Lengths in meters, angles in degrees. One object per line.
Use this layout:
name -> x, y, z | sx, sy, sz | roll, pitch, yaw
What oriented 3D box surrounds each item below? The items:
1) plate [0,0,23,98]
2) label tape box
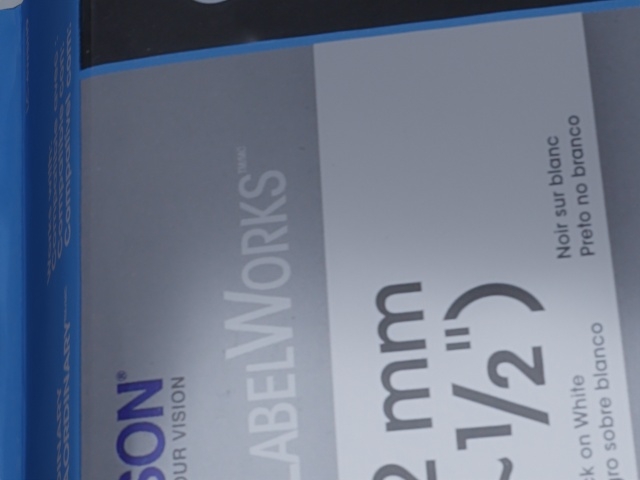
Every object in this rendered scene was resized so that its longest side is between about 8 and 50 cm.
plate -> -0.197, -0.173, 0.733 | 0.278, 0.045, 0.277 | 9, 69, 18
label tape box -> 0.000, 0.000, 0.548 | 0.347, 0.115, 0.249 | -5, 67, 5
